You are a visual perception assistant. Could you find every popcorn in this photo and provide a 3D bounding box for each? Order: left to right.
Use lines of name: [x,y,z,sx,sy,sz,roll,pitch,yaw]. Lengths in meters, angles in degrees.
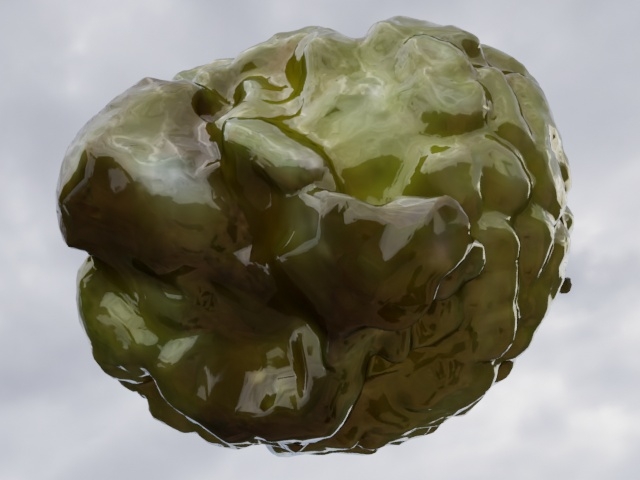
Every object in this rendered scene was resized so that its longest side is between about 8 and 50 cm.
popcorn: [0.000,0.000,0.831,0.237,0.206,0.251,0,1,0]
